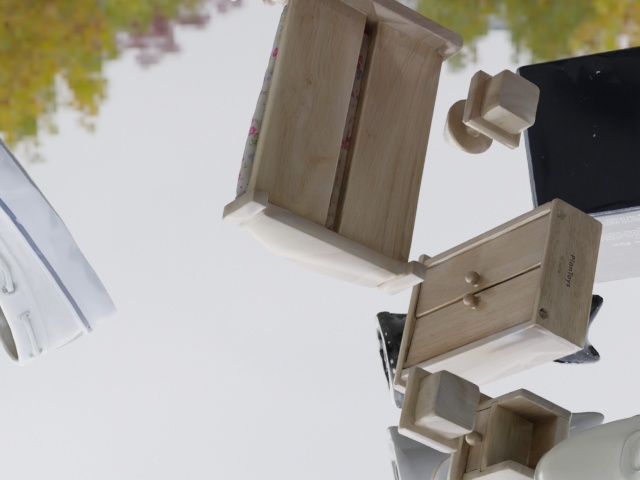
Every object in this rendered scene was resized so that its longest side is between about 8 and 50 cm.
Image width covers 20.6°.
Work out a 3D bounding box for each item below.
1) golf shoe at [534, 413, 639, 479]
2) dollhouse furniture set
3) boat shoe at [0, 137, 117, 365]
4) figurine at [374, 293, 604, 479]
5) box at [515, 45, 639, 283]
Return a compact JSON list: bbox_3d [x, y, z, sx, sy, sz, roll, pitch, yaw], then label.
[{"bbox_3d":[0.182,0.101,0.869,0.176,0.086,0.069,-10,-126,25],"label":"golf shoe"},{"bbox_3d":[0.000,0.000,1.228,0.355,0.303,0.174,26,150,-24],"label":"dollhouse furniture set"},{"bbox_3d":[-0.304,-0.005,1.459,0.156,0.367,0.136,-37,-123,-9],"label":"boat shoe"},{"bbox_3d":[0.167,0.152,1.658,0.209,0.215,0.092,-9,-150,-4],"label":"figurine"},{"bbox_3d":[0.403,-0.087,1.908,0.343,0.179,0.312,-9,164,10],"label":"box"}]
